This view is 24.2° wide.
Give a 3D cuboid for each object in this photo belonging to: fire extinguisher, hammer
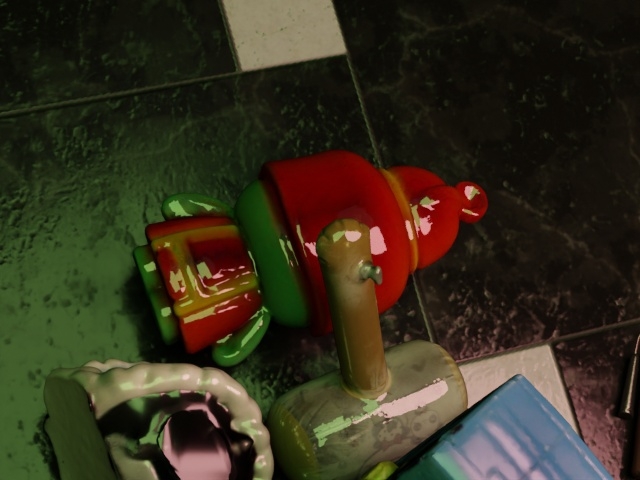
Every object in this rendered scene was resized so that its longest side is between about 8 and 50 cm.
[{"bbox_3d":[0.343,0.165,1.579,0.049,0.035,0.173,1,68,28],"label":"fire extinguisher"},{"bbox_3d":[0.038,0.098,1.402,0.202,0.305,0.113,-24,43,-20],"label":"hammer"}]

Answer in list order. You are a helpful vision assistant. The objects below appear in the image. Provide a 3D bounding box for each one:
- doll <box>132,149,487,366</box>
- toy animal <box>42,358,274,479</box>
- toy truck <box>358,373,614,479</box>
[{"bbox_3d":[0.000,0.000,1.482,0.363,0.160,0.182,-15,69,-17],"label":"doll"},{"bbox_3d":[-0.149,0.198,1.373,0.156,0.204,0.208,-18,97,-31],"label":"toy animal"},{"bbox_3d":[0.089,0.265,1.308,0.162,0.385,0.161,-36,82,-35],"label":"toy truck"}]
